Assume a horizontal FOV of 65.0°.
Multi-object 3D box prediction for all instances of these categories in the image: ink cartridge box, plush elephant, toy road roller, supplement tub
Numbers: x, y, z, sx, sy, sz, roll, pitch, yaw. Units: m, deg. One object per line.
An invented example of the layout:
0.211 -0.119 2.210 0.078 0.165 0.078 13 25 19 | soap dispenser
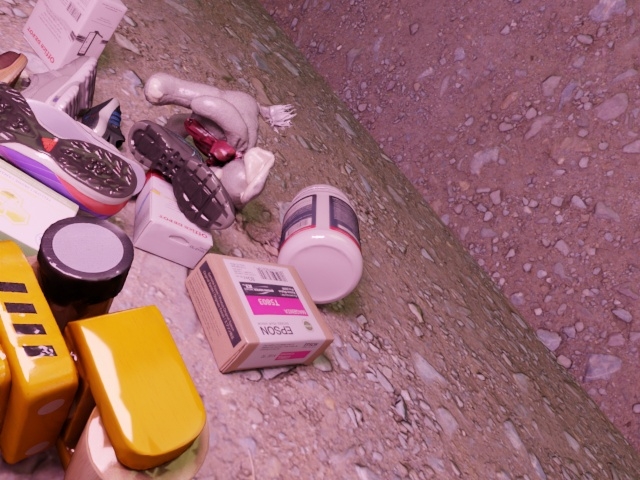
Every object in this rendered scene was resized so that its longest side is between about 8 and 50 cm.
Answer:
-0.109 0.132 0.933 0.234 0.088 0.193 12 38 -51 | ink cartridge box
-0.219 -0.190 1.135 0.329 0.272 0.256 2 79 -12 | plush elephant
-0.435 -0.007 0.647 0.171 0.056 0.235 38 27 -30 | ink cartridge box
-0.290 0.150 0.504 0.240 0.203 0.330 -13 58 -45 | toy road roller
-0.544 -0.484 1.108 0.148 0.203 0.086 50 23 13 | ink cartridge box
-0.283 -0.046 0.963 0.127 0.072 0.175 27 29 -34 | ink cartridge box
0.000 0.000 1.188 0.191 0.191 0.272 35 26 -19 | supplement tub

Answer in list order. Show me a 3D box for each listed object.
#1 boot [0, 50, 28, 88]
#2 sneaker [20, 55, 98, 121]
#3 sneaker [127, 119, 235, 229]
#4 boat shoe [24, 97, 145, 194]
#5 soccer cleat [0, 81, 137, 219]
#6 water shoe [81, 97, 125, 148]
-0.625 -0.307 0.829 0.206 0.090 0.249 33 30 -27 | boot
-0.514 -0.304 0.979 0.115 0.105 0.281 15 31 -15 | sneaker
-0.243 -0.131 0.953 0.267 0.101 0.106 48 22 10 | sneaker
-0.434 -0.160 0.887 0.084 0.095 0.258 32 -7 42 | boat shoe
-0.443 -0.135 0.761 0.318 0.116 0.109 32 44 -22 | soccer cleat
-0.445 -0.227 1.038 0.203 0.072 0.080 -101 166 -55 | water shoe
